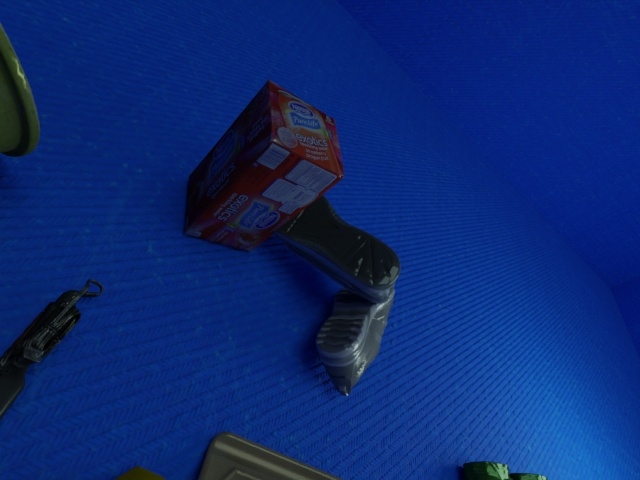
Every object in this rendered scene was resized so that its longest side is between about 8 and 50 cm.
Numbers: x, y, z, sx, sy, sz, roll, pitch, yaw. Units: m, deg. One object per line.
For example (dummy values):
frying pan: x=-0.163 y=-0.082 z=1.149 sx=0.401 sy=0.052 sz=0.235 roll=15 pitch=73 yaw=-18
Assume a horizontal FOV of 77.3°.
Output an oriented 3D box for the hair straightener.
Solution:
hair straightener: x=-0.290 y=0.121 z=0.403 sx=0.047 sy=0.089 sz=0.230 roll=57 pitch=31 yaw=-25

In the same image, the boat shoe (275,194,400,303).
boat shoe: x=0.003 y=-0.001 z=0.740 sx=0.320 sy=0.103 sz=0.118 roll=34 pitch=63 yaw=22

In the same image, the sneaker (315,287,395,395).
sneaker: x=0.068 y=0.169 z=0.754 sx=0.281 sy=0.105 sz=0.115 roll=-37 pitch=124 yaw=-56

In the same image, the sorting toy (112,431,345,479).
sorting toy: x=-0.097 y=0.330 z=0.433 sx=0.307 sy=0.041 sz=0.229 roll=28 pitch=23 yaw=-10

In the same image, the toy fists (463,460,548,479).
toy fists: x=0.392 y=0.532 z=0.786 sx=0.279 sy=0.096 sz=0.142 roll=29 pitch=45 yaw=-30

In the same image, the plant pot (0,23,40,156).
plant pot: x=-0.449 y=-0.141 z=0.324 sx=0.276 sy=0.276 sz=0.254 roll=47 pitch=50 yaw=-8

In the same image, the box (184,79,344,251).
box: x=-0.098 y=-0.099 z=0.627 sx=0.128 sy=0.257 sz=0.123 roll=20 pitch=51 yaw=-36
